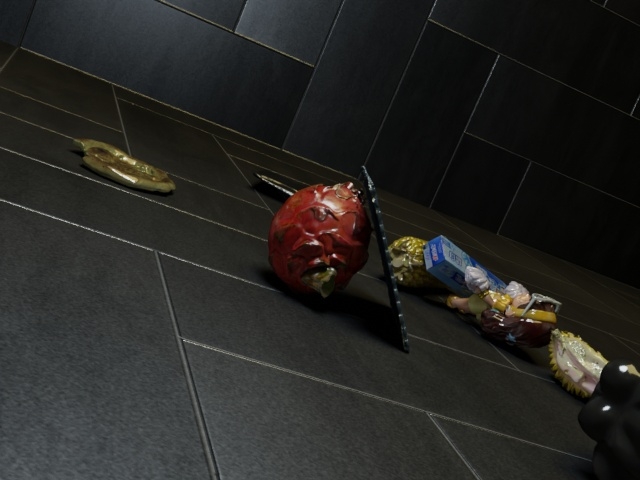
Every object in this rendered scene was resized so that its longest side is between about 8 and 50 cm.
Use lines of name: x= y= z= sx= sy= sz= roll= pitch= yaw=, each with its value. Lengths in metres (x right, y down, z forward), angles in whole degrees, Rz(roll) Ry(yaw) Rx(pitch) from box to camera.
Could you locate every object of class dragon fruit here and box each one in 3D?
dragon fruit: x=0.000 y=0.000 z=1.441 sx=0.172 sy=0.172 sz=0.209 roll=24 pitch=51 yaw=5

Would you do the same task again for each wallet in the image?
wallet: x=-0.020 y=-0.101 z=2.310 sx=0.323 sy=0.041 sz=0.247 roll=27 pitch=11 yaw=3

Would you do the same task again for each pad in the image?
pad: x=0.103 y=0.020 z=1.456 sx=0.012 sy=0.269 sz=0.270 roll=-13 pitch=13 yaw=2

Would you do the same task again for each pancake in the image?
pancake: x=-0.384 y=-0.143 z=1.757 sx=0.212 sy=0.029 sz=0.235 roll=17 pitch=14 yaw=-38

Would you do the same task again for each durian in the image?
durian: x=0.464 y=0.243 z=1.536 sx=0.140 sy=0.078 sz=0.224 roll=32 pitch=17 yaw=-23

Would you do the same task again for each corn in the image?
corn: x=0.226 y=0.050 z=1.898 sx=0.106 sy=0.106 sz=0.305 roll=29 pitch=11 yaw=29

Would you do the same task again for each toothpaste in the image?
toothpaste: x=0.308 y=0.079 z=1.827 sx=0.272 sy=0.053 sz=0.066 roll=34 pitch=37 yaw=-40

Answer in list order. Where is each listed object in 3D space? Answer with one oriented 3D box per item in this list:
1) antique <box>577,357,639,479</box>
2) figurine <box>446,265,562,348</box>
antique: x=0.484 y=0.269 z=1.123 sx=0.255 sy=0.185 sz=0.322 roll=17 pitch=15 yaw=-37
figurine: x=0.349 y=0.133 z=1.716 sx=0.174 sy=0.116 sz=0.240 roll=18 pitch=5 yaw=-38
